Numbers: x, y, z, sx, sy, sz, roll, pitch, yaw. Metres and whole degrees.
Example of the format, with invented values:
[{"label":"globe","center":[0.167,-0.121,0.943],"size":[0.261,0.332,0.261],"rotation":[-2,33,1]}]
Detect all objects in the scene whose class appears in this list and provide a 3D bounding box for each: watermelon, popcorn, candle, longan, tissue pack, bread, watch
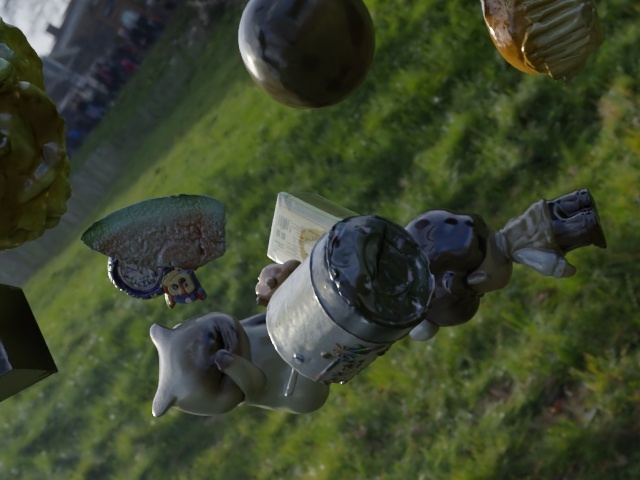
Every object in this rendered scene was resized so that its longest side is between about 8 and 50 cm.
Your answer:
[{"label":"watermelon","center":[-0.202,-0.012,1.350],"size":[0.081,0.180,0.094],"rotation":[19,-105,-84]},{"label":"popcorn","center":[-0.526,-0.145,1.676],"size":[0.279,0.335,0.274],"rotation":[-24,12,2]},{"label":"candle","center":[0.020,0.112,1.586],"size":[0.330,0.187,0.187],"rotation":[-48,13,46]},{"label":"longan","center":[-0.023,-0.362,1.947],"size":[0.258,0.258,0.258],"rotation":[-59,6,10]},{"label":"tissue pack","center":[0.000,0.000,2.311],"size":[0.234,0.125,0.159],"rotation":[27,110,52]},{"label":"bread","center":[0.361,-0.469,1.883],"size":[0.183,0.236,0.388],"rotation":[-18,56,16]},{"label":"watch","center":[-0.343,0.026,2.283],"size":[0.171,0.196,0.200],"rotation":[-17,27,13]}]

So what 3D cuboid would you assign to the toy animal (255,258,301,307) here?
[{"label":"toy animal","center":[-0.072,0.098,2.072],"size":[0.150,0.089,0.083],"rotation":[67,-157,-45]}]

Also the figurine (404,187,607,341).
[{"label":"figurine","center":[0.308,0.026,1.902],"size":[0.206,0.365,0.218],"rotation":[68,-165,-53]}]

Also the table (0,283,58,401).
[{"label":"table","center":[-0.584,0.184,1.802],"size":[0.193,0.172,0.169],"rotation":[-29,-12,6]}]

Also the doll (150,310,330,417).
[{"label":"doll","center":[-0.137,0.242,2.155],"size":[0.226,0.370,0.215],"rotation":[-26,66,60]}]
